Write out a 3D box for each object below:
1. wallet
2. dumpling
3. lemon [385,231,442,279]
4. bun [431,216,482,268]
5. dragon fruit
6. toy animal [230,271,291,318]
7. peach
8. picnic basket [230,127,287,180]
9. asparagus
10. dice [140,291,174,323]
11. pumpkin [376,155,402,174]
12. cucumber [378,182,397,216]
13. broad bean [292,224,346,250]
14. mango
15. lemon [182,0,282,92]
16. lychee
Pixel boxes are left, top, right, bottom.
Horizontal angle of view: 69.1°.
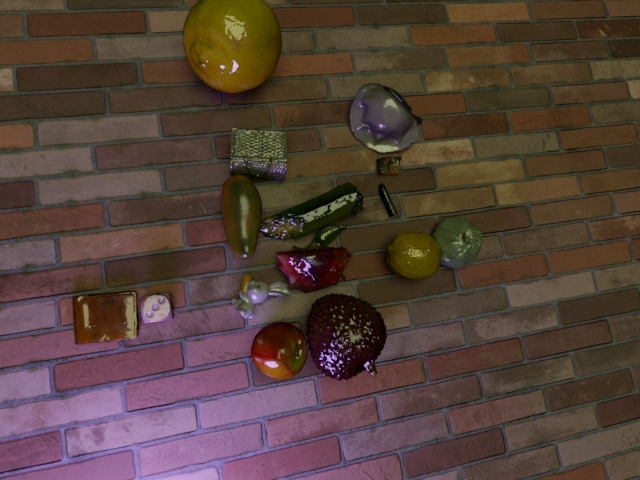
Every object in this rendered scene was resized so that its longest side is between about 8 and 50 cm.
[{"bbox_3d":[-0.682,0.246,1.483,0.196,0.042,0.160,-6,77,-10],"label":"wallet"},{"bbox_3d":[0.244,-0.454,1.729,0.293,0.163,0.204,45,71,-13],"label":"dumpling"},{"bbox_3d":[0.330,0.054,1.645,0.193,0.181,0.180,15,76,-38],"label":"lemon"},{"bbox_3d":[0.508,0.008,1.721,0.196,0.118,0.195,1,84,-11],"label":"bun"},{"bbox_3d":[-0.013,0.111,1.572,0.274,0.126,0.161,-4,102,-6],"label":"dragon fruit"},{"bbox_3d":[-0.206,0.179,1.575,0.182,0.131,0.127,-42,122,-8],"label":"toy animal"},{"bbox_3d":[-0.138,0.351,1.499,0.197,0.197,0.197,2,80,-11],"label":"peach"},{"bbox_3d":[-0.216,-0.288,1.620,0.196,0.134,0.154,2,76,-11],"label":"picnic basket"},{"bbox_3d":[-0.034,-0.087,1.633,0.382,0.108,0.128,-24,70,-12],"label":"asparagus"},{"bbox_3d":[-0.522,0.216,1.490,0.093,0.094,0.091,-8,81,-14],"label":"dice"},{"bbox_3d":[0.262,-0.283,1.766,0.101,0.035,0.073,-4,70,-8],"label":"pumpkin"},{"bbox_3d":[0.249,-0.154,1.740,0.032,0.032,0.133,-22,86,-14],"label":"cucumber"},{"bbox_3d":[0.000,0.000,1.655,0.214,0.048,0.070,-30,88,-12],"label":"broad bean"},{"bbox_3d":[-0.267,-0.078,1.567,0.129,0.146,0.289,8,81,-51],"label":"mango"},{"bbox_3d":[-0.291,-0.674,1.577,0.348,0.348,0.347,2,80,-11],"label":"lemon"},{"bbox_3d":[0.085,0.307,1.505,0.276,0.275,0.304,-36,72,-15],"label":"lychee"}]
